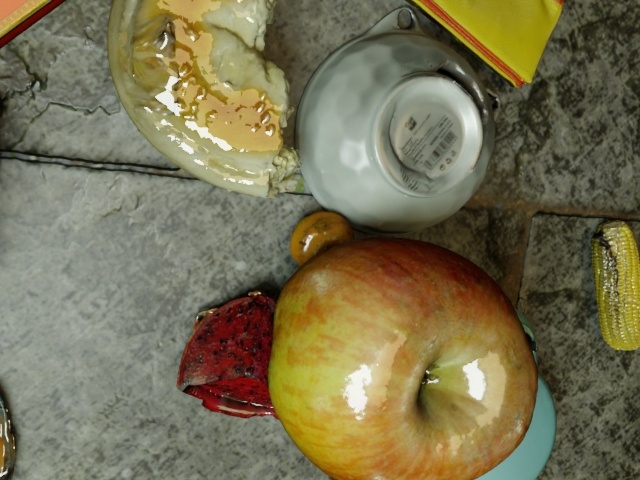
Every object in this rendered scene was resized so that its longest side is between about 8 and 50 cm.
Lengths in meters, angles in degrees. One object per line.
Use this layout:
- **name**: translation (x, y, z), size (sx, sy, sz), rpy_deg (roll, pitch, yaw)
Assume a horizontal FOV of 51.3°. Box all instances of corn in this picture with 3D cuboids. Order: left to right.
- **corn**: translation (0.453, 0.071, 1.014), size (0.072, 0.072, 0.203), rpy_deg (-15, 102, -15)

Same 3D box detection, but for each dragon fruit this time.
- **dragon fruit**: translation (-0.087, 0.157, 0.858), size (0.161, 0.120, 0.127), rpy_deg (46, 46, -41)

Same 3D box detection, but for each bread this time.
- **bread**: translation (-0.131, -0.194, 0.730), size (0.192, 0.171, 0.314), rpy_deg (-10, 101, -12)

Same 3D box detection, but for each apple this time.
- **apple**: translation (0.078, 0.135, 0.774), size (0.301, 0.301, 0.302), rpy_deg (-3, 100, -17)

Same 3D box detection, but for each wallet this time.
- **wallet**: translation (0.205, -0.323, 0.873), size (0.241, 0.067, 0.141), rpy_deg (31, 78, -23)

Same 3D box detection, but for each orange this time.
- **orange**: translation (0.000, 0.000, 0.862), size (0.086, 0.062, 0.086), rpy_deg (-9, 115, -20)

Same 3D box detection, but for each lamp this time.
- **lamp**: translation (0.224, 0.224, 0.923), size (0.209, 0.147, 0.284), rpy_deg (-1, 108, -19)

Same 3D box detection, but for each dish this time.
- **dish**: translation (0.116, -0.136, 0.845), size (0.303, 0.120, 0.303), rpy_deg (-3, 101, -17)

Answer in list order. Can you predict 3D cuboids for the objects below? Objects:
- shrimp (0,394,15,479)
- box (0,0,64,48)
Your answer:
- **shrimp**: translation (-0.493, 0.224, 0.746), size (0.290, 0.054, 0.222), rpy_deg (15, 95, -19)
- **box**: translation (-0.335, -0.311, 0.701), size (0.240, 0.074, 0.153), rpy_deg (-40, 104, -7)
